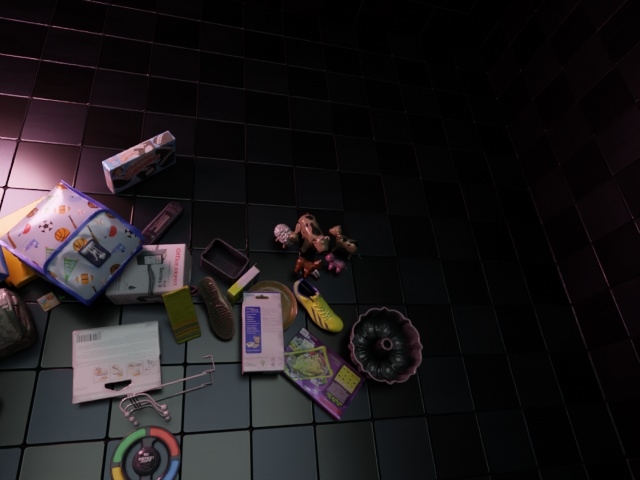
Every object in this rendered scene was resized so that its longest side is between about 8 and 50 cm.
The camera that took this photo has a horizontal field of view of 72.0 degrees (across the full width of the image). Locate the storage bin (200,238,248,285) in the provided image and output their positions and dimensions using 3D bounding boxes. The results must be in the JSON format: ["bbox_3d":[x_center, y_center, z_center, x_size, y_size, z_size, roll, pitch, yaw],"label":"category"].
[{"bbox_3d":[-0.416,0.093,1.909,0.180,0.084,0.122,34,58,1],"label":"storage bin"}]

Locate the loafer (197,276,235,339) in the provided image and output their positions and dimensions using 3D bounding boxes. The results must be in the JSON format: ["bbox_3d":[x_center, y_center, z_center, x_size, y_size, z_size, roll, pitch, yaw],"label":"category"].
[{"bbox_3d":[-0.414,0.273,1.809,0.102,0.092,0.268,-22,85,3],"label":"loafer"}]

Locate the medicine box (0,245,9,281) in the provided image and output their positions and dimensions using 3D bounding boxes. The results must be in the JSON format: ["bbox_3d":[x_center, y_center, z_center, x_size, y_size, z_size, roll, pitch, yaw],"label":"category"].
[{"bbox_3d":[-1.274,0.073,1.526,0.289,0.149,0.263,-32,72,9],"label":"medicine box"}]

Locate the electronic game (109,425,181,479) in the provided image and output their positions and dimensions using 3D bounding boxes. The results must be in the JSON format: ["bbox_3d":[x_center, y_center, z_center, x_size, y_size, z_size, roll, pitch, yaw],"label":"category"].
[{"bbox_3d":[-0.598,0.759,1.514,0.229,0.048,0.229,7,61,-14],"label":"electronic game"}]

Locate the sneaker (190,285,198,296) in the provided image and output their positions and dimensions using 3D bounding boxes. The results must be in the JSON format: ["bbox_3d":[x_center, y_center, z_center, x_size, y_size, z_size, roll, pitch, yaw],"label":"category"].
[{"bbox_3d":[-0.564,0.202,1.819,0.119,0.057,0.047,1,65,-16],"label":"sneaker"}]

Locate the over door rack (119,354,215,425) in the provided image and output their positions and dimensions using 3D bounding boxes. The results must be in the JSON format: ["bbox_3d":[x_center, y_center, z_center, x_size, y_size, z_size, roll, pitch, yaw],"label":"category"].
[{"bbox_3d":[-0.513,0.544,1.544,0.324,0.239,0.108,-23,70,-26],"label":"over door rack"}]

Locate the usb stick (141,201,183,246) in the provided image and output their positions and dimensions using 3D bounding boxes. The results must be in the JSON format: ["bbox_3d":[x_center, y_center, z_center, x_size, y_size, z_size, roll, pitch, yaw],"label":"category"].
[{"bbox_3d":[-0.705,-0.060,1.921,0.077,0.045,0.278,28,58,6],"label":"usb stick"}]

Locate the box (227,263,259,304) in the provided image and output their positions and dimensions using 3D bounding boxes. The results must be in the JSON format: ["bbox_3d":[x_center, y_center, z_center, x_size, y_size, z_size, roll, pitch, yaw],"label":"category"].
[{"bbox_3d":[-0.322,0.185,1.875,0.042,0.109,0.178,39,58,9],"label":"box"}]

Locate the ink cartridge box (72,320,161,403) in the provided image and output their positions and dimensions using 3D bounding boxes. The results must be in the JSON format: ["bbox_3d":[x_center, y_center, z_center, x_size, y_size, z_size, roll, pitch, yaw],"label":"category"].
[{"bbox_3d":[-0.745,0.445,1.624,0.296,0.066,0.261,-4,64,-19],"label":"ink cartridge box"}]

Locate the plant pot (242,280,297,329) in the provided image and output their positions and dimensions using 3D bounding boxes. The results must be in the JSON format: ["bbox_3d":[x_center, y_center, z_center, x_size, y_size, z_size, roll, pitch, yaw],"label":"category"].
[{"bbox_3d":[-0.219,0.288,1.900,0.236,0.032,0.236,8,61,-15],"label":"plant pot"}]

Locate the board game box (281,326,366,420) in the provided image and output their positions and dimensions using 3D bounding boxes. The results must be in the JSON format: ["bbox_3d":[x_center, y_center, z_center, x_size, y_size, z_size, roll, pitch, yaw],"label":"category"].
[{"bbox_3d":[-0.005,0.545,1.824,0.347,0.056,0.208,40,54,5],"label":"board game box"}]

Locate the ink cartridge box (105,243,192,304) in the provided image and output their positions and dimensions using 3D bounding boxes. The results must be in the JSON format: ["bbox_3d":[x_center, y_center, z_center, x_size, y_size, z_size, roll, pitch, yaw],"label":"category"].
[{"bbox_3d":[-0.672,0.132,1.751,0.289,0.121,0.211,-3,62,-6],"label":"ink cartridge box"}]

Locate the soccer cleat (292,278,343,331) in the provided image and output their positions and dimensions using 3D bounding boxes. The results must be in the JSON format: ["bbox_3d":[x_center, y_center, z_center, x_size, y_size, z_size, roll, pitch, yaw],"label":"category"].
[{"bbox_3d":[-0.011,0.284,1.916,0.289,0.121,0.093,45,59,8],"label":"soccer cleat"}]

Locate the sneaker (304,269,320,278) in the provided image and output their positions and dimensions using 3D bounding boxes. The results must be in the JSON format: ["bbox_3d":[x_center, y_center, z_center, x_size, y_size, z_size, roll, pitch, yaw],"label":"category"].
[{"bbox_3d":[-0.048,0.141,2.034,0.109,0.040,0.044,42,69,13],"label":"sneaker"}]

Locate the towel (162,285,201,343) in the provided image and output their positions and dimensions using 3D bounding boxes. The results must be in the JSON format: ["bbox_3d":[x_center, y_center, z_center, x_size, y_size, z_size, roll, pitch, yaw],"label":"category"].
[{"bbox_3d":[-0.531,0.290,1.700,0.102,0.237,0.021,-22,34,-27],"label":"towel"}]

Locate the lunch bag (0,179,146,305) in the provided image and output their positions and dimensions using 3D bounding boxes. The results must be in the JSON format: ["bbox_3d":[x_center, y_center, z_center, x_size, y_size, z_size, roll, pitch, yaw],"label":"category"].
[{"bbox_3d":[-0.893,0.014,1.623,0.385,0.239,0.328,32,67,8],"label":"lunch bag"}]

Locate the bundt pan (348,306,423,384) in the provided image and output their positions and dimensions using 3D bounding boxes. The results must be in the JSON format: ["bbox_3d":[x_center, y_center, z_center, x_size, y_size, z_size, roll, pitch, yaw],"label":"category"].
[{"bbox_3d":[0.268,0.464,1.910,0.331,0.124,0.331,7,61,-13],"label":"bundt pan"}]

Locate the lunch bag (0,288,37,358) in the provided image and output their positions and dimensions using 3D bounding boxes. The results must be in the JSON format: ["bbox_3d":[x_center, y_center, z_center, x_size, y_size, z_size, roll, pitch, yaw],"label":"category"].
[{"bbox_3d":[-1.151,0.291,1.462,0.305,0.256,0.212,-22,71,-26],"label":"lunch bag"}]

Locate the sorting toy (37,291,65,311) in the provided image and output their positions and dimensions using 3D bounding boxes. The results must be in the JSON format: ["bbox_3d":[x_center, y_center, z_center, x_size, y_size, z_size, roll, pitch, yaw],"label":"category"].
[{"bbox_3d":[-1.026,0.225,1.681,0.083,0.012,0.062,-35,78,-30],"label":"sorting toy"}]

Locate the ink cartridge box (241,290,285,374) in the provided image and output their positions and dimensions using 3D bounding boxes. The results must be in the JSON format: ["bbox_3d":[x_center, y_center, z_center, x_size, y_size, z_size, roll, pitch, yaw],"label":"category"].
[{"bbox_3d":[-0.236,0.370,1.789,0.165,0.065,0.332,3,61,-14],"label":"ink cartridge box"}]

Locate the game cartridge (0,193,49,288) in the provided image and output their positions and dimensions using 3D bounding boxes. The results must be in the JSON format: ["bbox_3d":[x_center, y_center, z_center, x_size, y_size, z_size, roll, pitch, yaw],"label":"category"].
[{"bbox_3d":[-1.141,0.000,1.748,0.285,0.052,0.324,46,61,9],"label":"game cartridge"}]

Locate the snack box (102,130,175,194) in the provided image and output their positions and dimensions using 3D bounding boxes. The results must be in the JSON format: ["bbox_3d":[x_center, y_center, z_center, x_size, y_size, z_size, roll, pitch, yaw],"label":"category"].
[{"bbox_3d":[-0.796,-0.346,1.960,0.322,0.187,0.060,-38,79,-30],"label":"snack box"}]

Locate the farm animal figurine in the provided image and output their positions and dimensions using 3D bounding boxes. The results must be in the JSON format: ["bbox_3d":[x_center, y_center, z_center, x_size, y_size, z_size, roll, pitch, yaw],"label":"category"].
[{"bbox_3d":[0.000,0.000,2.021,0.330,0.172,0.327,-24,65,-39],"label":"farm animal figurine"}]
